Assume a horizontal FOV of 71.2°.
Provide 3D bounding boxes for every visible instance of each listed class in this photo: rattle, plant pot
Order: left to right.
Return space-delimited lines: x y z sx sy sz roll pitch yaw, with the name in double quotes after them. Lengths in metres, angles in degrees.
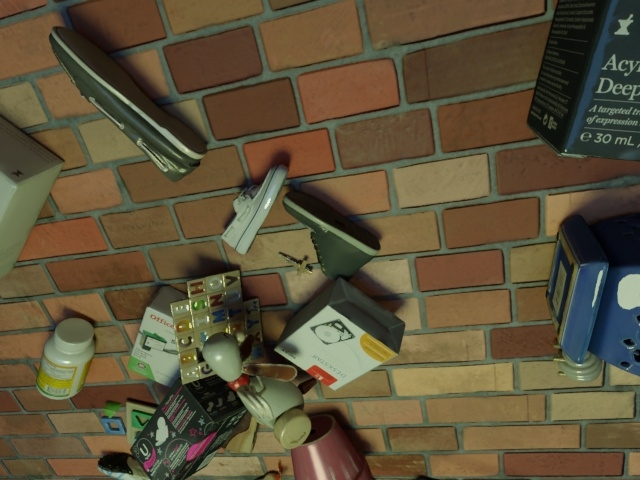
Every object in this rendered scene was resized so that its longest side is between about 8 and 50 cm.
-0.123 0.753 1.321 0.143 0.130 0.199 33 91 -19 "rattle"
0.009 0.558 1.139 0.202 0.201 0.180 -18 97 18 "plant pot"
0.530 0.087 0.782 0.212 0.236 0.235 4 117 15 "plant pot"

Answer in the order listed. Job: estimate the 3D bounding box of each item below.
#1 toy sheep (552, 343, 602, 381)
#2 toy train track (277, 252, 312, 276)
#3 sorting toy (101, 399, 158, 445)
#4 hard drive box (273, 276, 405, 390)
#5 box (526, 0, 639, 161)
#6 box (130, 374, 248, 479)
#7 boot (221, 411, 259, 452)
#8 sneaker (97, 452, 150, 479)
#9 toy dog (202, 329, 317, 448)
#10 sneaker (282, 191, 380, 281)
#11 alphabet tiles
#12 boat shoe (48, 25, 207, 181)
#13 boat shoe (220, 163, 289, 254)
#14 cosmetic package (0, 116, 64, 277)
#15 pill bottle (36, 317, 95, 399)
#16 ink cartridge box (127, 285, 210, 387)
0.542 0.251 0.940 0.091 0.091 0.132 -23 129 20 "toy sheep"
-0.054 0.050 0.983 0.083 0.014 0.048 29 125 1 "toy train track"
-0.481 0.559 1.296 0.348 0.047 0.195 12 118 4 "sorting toy"
0.038 0.210 0.974 0.181 0.089 0.232 36 133 -8 "hard drive box"
0.494 -0.313 0.591 0.294 0.212 0.394 6 117 7 "box"
-0.308 0.444 1.079 0.142 0.163 0.247 42 107 21 "box"
-0.255 0.442 1.175 0.207 0.090 0.248 18 111 7 "boot"
-0.571 0.719 1.369 0.238 0.085 0.086 14 103 2 "sneaker"
-0.106 0.305 0.986 0.220 0.161 0.333 31 152 32 "toy dog"
0.000 0.000 0.908 0.222 0.083 0.118 33 118 -8 "sneaker"
-0.228 0.189 1.009 0.199 0.009 0.236 -12 108 -29 "alphabet tiles"
-0.370 -0.242 0.835 0.335 0.112 0.095 42 111 -15 "boat shoe"
-0.141 -0.066 0.898 0.076 0.083 0.226 29 118 -6 "boat shoe"
-0.753 -0.075 0.964 0.217 0.156 0.385 40 115 -11 "cosmetic package"
-0.654 0.303 1.156 0.118 0.117 0.208 28 118 -4 "pill bottle"
-0.356 0.242 1.087 0.161 0.092 0.219 25 119 -4 "ink cartridge box"
